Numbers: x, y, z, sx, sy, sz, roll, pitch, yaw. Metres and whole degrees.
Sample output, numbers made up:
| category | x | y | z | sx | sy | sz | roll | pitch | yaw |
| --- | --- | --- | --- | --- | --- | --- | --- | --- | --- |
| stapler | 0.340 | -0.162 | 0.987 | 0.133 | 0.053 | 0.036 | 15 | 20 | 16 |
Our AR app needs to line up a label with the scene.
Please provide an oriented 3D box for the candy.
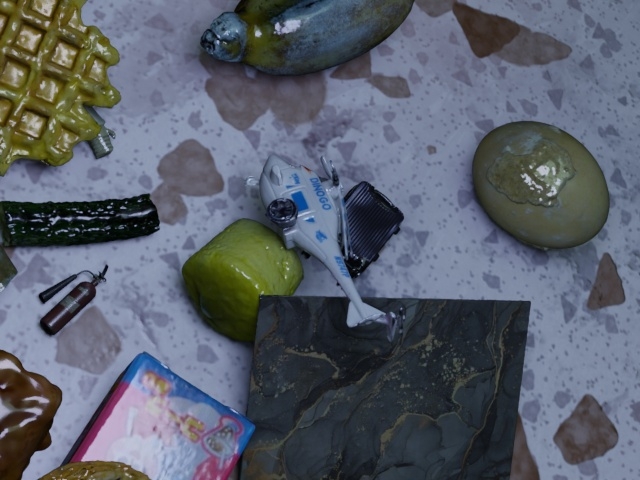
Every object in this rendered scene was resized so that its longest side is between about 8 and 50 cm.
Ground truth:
| category | x | y | z | sx | sy | sz | roll | pitch | yaw |
| --- | --- | --- | --- | --- | --- | --- | --- | --- | --- |
| candy | -0.214 | 0.290 | 1.194 | 0.157 | 0.100 | 0.306 | 34 | 60 | -9 |

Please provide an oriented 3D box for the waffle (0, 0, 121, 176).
| category | x | y | z | sx | sy | sz | roll | pitch | yaw |
| --- | --- | --- | --- | --- | --- | --- | --- | --- | --- |
| waffle | -0.393 | -0.210 | 1.275 | 0.307 | 0.060 | 0.312 | -33 | 103 | -8 |

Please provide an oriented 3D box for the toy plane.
| category | x | y | z | sx | sy | sz | roll | pitch | yaw |
| --- | --- | --- | --- | --- | --- | --- | --- | --- | --- |
| toy plane | 0.001 | 0.007 | 1.294 | 0.107 | 0.182 | 0.273 | -20 | 75 | -9 |

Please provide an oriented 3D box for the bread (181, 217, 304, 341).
| category | x | y | z | sx | sy | sz | roll | pitch | yaw |
| --- | --- | --- | --- | --- | --- | --- | --- | --- | --- |
| bread | -0.087 | 0.047 | 1.327 | 0.114 | 0.111 | 0.129 | -52 | 130 | -38 |

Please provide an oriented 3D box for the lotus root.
| category | x | y | z | sx | sy | sz | roll | pitch | yaw |
| --- | --- | --- | --- | --- | --- | --- | --- | --- | --- |
| lotus root | -0.020 | -0.294 | 1.485 | 0.322 | 0.140 | 0.158 | -30 | 66 | -24 |

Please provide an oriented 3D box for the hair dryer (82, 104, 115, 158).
| category | x | y | z | sx | sy | sz | roll | pitch | yaw |
| --- | --- | --- | --- | --- | --- | --- | --- | --- | --- |
| hair dryer | -0.404 | -0.238 | 1.333 | 0.296 | 0.119 | 0.298 | -5 | 85 | -18 |

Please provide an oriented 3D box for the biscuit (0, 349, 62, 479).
| category | x | y | z | sx | sy | sz | roll | pitch | yaw |
| --- | --- | --- | --- | --- | --- | --- | --- | --- | --- |
| biscuit | -0.450 | 0.150 | 1.014 | 0.395 | 0.342 | 0.166 | 26 | 65 | -9 |

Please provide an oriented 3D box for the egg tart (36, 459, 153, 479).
| category | x | y | z | sx | sy | sz | roll | pitch | yaw |
| --- | --- | --- | --- | --- | --- | --- | --- | --- | --- |
| egg tart | -0.225 | 0.311 | 1.056 | 0.212 | 0.090 | 0.212 | 6 | 81 | -38 |

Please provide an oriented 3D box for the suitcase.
| category | x | y | z | sx | sy | sz | roll | pitch | yaw |
| --- | --- | --- | --- | --- | --- | --- | --- | --- | --- |
| suitcase | 0.045 | -0.011 | 1.446 | 0.086 | 0.059 | 0.126 | 42 | 58 | -4 |

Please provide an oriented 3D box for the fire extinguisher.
| category | x | y | z | sx | sy | sz | roll | pitch | yaw |
| --- | --- | --- | --- | --- | --- | --- | --- | --- | --- |
| fire extinguisher | -0.291 | 0.063 | 1.295 | 0.046 | 0.032 | 0.100 | 25 | 56 | 27 |

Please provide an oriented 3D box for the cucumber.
| category | x | y | z | sx | sy | sz | roll | pitch | yaw |
| --- | --- | --- | --- | --- | --- | --- | --- | --- | --- |
| cucumber | -0.282 | -0.023 | 1.314 | 0.187 | 0.058 | 0.058 | -4 | 72 | -26 |

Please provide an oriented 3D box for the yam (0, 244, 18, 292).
| category | x | y | z | sx | sy | sz | roll | pitch | yaw |
| --- | --- | --- | --- | --- | --- | --- | --- | --- | --- |
| yam | -0.408 | -0.005 | 1.240 | 0.078 | 0.078 | 0.179 | -38 | 87 | -30 |

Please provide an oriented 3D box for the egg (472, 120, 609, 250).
| category | x | y | z | sx | sy | sz | roll | pitch | yaw |
| --- | --- | --- | --- | --- | --- | --- | --- | --- | --- |
| egg | 0.299 | -0.075 | 1.517 | 0.201 | 0.164 | 0.164 | 39 | 60 | 4 |

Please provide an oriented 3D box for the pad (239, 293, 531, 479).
| category | x | y | z | sx | sy | sz | roll | pitch | yaw |
| --- | --- | --- | --- | --- | --- | --- | --- | --- | --- |
| pad | 0.085 | 0.190 | 1.345 | 0.367 | 0.007 | 0.247 | 3 | 98 | -22 |
